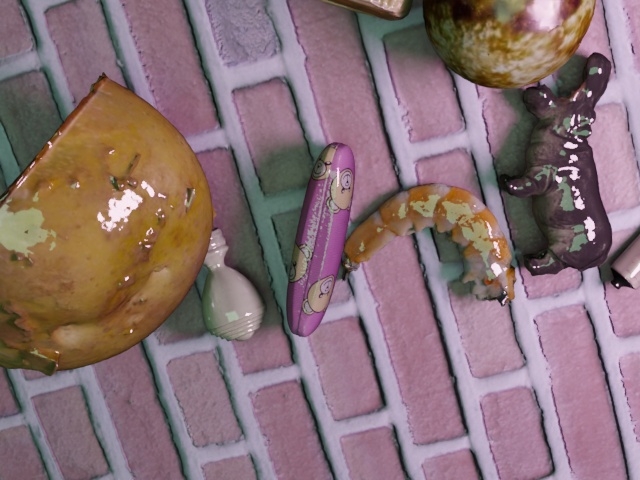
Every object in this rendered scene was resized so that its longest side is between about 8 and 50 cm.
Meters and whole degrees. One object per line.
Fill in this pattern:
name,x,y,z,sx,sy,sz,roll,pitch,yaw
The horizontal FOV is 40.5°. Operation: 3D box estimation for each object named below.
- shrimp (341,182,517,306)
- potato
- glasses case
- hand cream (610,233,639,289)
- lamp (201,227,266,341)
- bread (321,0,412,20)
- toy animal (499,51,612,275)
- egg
shrimp,0.179,-0.001,1.399,0.287,0.068,0.185,6,102,5
potato,-0.339,0.013,1.287,0.319,0.385,0.442,37,115,-17
glasses case,0.000,0.000,1.383,0.076,0.123,0.316,13,105,7
hand cream,0.536,0.008,1.385,0.087,0.054,0.186,43,97,-11
lamp,-0.158,0.075,1.432,0.106,0.106,0.193,-20,91,9
bread,0.039,-0.395,1.248,0.210,0.192,0.109,16,102,1
toy animal,0.366,-0.113,1.340,0.168,0.106,0.343,-2,100,6
egg,0.266,-0.358,1.218,0.238,0.238,0.289,10,94,2
